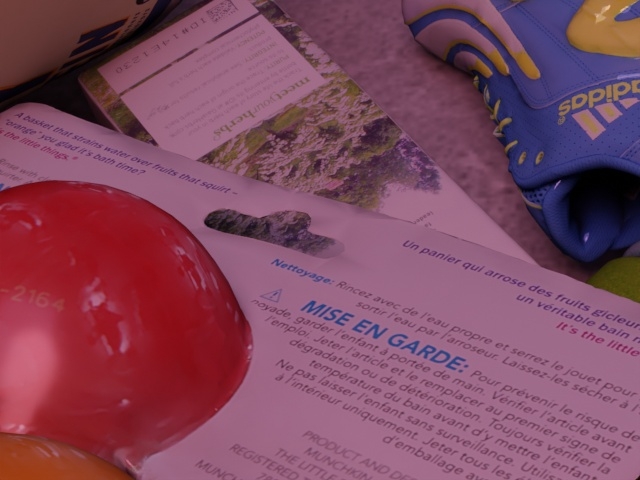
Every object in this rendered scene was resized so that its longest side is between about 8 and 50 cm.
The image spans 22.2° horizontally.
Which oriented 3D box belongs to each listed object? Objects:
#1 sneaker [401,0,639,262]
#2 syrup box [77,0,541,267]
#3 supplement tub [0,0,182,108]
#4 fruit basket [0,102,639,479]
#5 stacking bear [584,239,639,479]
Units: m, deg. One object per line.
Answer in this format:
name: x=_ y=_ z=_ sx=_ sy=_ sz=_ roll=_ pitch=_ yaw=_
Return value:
sneaker: x=0.097 y=-0.065 z=0.698 sx=0.240 sy=0.091 sz=0.126 roll=16 pitch=64 yaw=51
syrup box: x=0.000 y=0.000 z=0.681 sx=0.093 sy=0.096 sz=0.237 roll=-33 pitch=52 yaw=-11
supplement tub: x=-0.216 y=-0.137 z=0.641 sx=0.235 sy=0.235 sz=0.325 roll=24 pitch=40 yaw=29
fruit basket: x=-0.104 y=0.081 z=0.471 sx=0.327 sy=0.165 sz=0.353 roll=19 pitch=36 yaw=35
stacking bear: x=0.115 y=0.093 z=0.546 sx=0.289 sy=0.164 sz=0.175 roll=-36 pitch=51 yaw=-10
